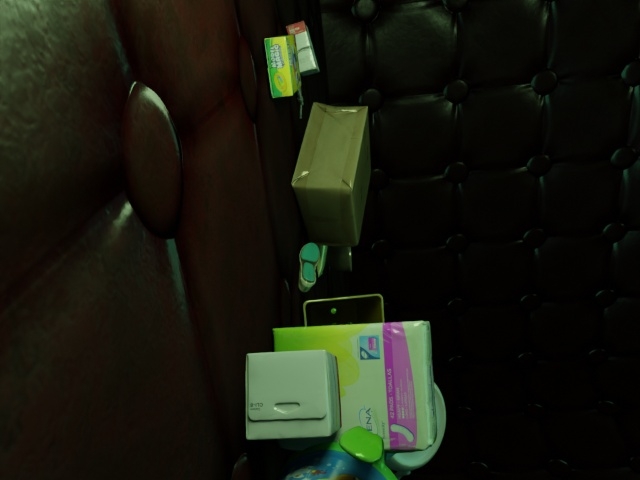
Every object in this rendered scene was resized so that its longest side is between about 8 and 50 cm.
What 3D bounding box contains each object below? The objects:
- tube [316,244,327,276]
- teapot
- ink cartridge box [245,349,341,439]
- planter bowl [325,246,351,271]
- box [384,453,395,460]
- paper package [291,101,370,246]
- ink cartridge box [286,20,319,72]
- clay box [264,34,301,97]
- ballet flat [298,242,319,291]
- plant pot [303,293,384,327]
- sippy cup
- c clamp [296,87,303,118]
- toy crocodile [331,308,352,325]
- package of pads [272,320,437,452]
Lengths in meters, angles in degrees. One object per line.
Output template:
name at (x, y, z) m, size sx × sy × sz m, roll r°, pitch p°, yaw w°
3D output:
tube at (0.000, 0.000, 1.804) m, size 0.070 × 0.062 × 0.241 m, roll -4°, pitch 96°, yaw -41°
teapot at (0.170, 0.433, 1.316) m, size 0.256 × 0.187 × 0.253 m, roll -45°, pitch 109°, yaw -30°
ink cartridge box at (-0.039, 0.248, 0.862) m, size 0.176 × 0.128 × 0.128 m, roll 66°, pitch 20°, yaw -73°
planter bowl at (0.062, 0.044, 2.075) m, size 0.162 × 0.109 × 0.162 m, roll -5°, pitch 90°, yaw -84°
box at (0.054, 0.355, 1.115) m, size 0.060 × 0.244 × 0.101 m, roll -6°, pitch 103°, yaw -51°
paper package at (0.046, -0.189, 1.583) m, size 0.325 × 0.167 × 0.310 m, roll 74°, pitch 25°, yaw -61°
ink cartridge box at (-0.051, -0.560, 1.572) m, size 0.099 × 0.056 × 0.136 m, roll -62°, pitch 136°, yaw -79°
clay box at (-0.086, -0.409, 1.248) m, size 0.222 × 0.053 × 0.128 m, roll -82°, pitch 166°, yaw -67°
ballet flat at (-0.038, 0.072, 1.443) m, size 0.168 × 0.057 × 0.052 m, roll -80°, pitch -167°, yaw -53°
plant pot at (0.054, 0.252, 1.484) m, size 0.187 × 0.212 × 0.213 m, roll -171°, pitch -104°, yaw -82°
sippy cup at (-0.001, 0.431, 0.742) m, size 0.224 × 0.239 × 0.306 m, roll 10°, pitch 67°, yaw -72°
c clamp at (-0.068, -0.471, 1.605) m, size 0.161 × 0.022 × 0.137 m, roll 74°, pitch 12°, yaw -60°
toy crocodile at (0.076, 0.275, 1.782) m, size 0.115 × 0.105 × 0.340 m, roll 65°, pitch -6°, yaw -5°
package of pads at (0.061, 0.271, 0.990) m, size 0.101 × 0.296 × 0.230 m, roll 24°, pitch 62°, yaw -69°
